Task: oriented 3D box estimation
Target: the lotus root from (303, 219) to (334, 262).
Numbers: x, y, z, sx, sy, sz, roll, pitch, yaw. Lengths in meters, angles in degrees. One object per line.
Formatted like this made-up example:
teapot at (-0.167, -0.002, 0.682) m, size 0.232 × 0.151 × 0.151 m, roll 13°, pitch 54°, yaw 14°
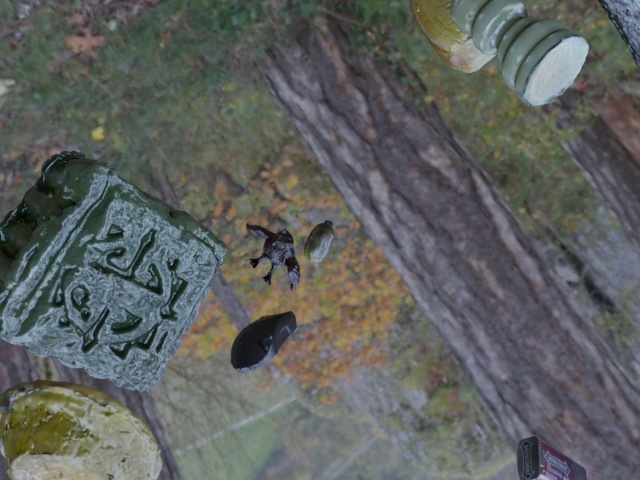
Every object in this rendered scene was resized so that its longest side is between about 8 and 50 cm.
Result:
lotus root at (0.000, 0.000, 1.783) m, size 0.099 × 0.054 × 0.049 m, roll -64°, pitch 167°, yaw -6°

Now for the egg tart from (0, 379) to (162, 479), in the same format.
egg tart at (-0.448, 0.390, 1.492) m, size 0.341 × 0.132 × 0.341 m, roll 6°, pitch 129°, yaw 8°

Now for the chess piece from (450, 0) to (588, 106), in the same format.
chess piece at (0.307, -0.343, 1.368) m, size 0.133 × 0.243 × 0.133 m, roll -26°, pitch 147°, yaw -19°

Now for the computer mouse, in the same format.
computer mouse at (-0.131, 0.209, 1.795) m, size 0.122 × 0.074 × 0.217 m, roll -24°, pitch -171°, yaw 22°

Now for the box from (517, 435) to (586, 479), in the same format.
box at (0.599, 0.600, 2.140) m, size 0.224 × 0.120 × 0.069 m, roll 33°, pitch 135°, yaw -31°

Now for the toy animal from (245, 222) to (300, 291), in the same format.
toy animal at (-0.104, 0.019, 2.127) m, size 0.116 × 0.218 × 0.179 m, roll -29°, pitch 170°, yaw -42°

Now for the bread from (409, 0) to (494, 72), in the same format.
bread at (0.260, -0.432, 1.660) m, size 0.106 × 0.236 × 0.140 m, roll -41°, pitch 135°, yaw 22°

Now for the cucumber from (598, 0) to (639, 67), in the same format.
cucumber at (0.383, -0.346, 1.098) m, size 0.067 × 0.293 × 0.067 m, roll -36°, pitch -164°, yaw 12°

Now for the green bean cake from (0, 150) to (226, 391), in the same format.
green bean cake at (-0.273, 0.040, 1.039) m, size 0.255 × 0.132 × 0.241 m, roll 36°, pitch 86°, yaw -38°
